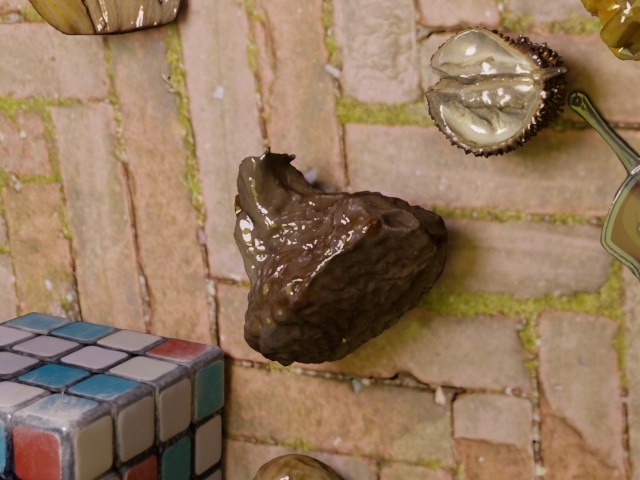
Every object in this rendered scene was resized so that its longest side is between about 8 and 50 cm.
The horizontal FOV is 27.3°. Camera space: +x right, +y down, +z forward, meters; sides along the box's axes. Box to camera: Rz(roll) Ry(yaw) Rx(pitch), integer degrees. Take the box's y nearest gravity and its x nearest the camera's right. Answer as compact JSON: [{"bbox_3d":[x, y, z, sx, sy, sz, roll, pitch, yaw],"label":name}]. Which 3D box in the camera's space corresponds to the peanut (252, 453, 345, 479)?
[{"bbox_3d":[0.021,0.294,1.237,0.226,0.108,0.095,43,112,10],"label":"peanut"}]

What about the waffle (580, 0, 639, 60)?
[{"bbox_3d":[0.294,-0.261,0.948,0.261,0.151,0.324,-33,82,34],"label":"waffle"}]

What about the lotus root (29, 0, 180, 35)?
[{"bbox_3d":[-0.210,-0.256,1.246,0.159,0.095,0.135,-19,100,-11],"label":"lotus root"}]

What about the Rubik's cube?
[{"bbox_3d":[-0.261,0.232,1.280,0.256,0.259,0.253,8,104,25],"label":"Rubik's cube"}]

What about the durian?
[{"bbox_3d":[0.159,-0.127,1.089,0.140,0.071,0.110,-8,92,44],"label":"durian"}]

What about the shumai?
[{"bbox_3d":[0.000,0.000,1.171,0.206,0.166,0.175,-40,60,27],"label":"shumai"}]

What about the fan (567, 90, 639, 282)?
[{"bbox_3d":[0.279,-0.039,1.084,0.132,0.009,0.220,-44,81,25],"label":"fan"}]
